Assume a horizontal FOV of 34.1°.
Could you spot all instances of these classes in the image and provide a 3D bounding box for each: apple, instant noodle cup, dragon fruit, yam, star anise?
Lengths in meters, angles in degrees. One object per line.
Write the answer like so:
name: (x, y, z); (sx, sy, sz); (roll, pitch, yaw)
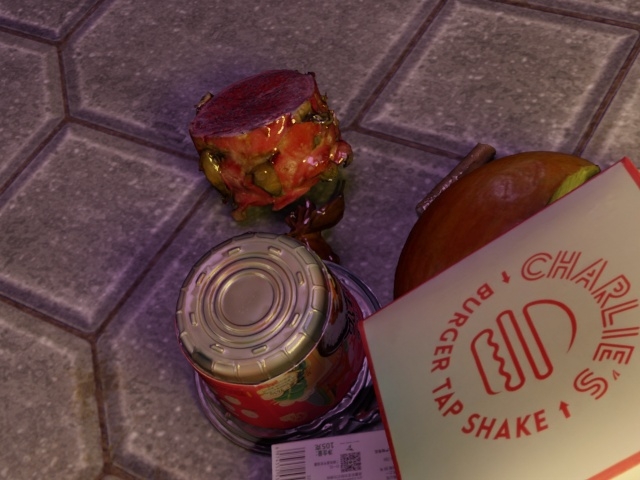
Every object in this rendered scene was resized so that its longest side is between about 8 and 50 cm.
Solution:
apple: (0.209, 0.017, 1.289); (0.179, 0.254, 0.346); (41, 65, -6)
instant noodle cup: (-0.060, 0.104, 1.225); (0.302, 0.181, 0.258); (7, 66, 20)
dragon fruit: (-0.068, -0.132, 1.466); (0.282, 0.147, 0.211); (16, 48, 46)
yam: (0.187, -0.083, 1.438); (0.032, 0.032, 0.145); (33, 68, 34)
star anise: (0.005, -0.008, 1.419); (0.158, 0.144, 0.141); (15, 102, 33)

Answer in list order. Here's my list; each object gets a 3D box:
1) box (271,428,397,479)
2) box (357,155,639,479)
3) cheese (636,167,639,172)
box: (0.047, 0.286, 1.147); (0.194, 0.073, 0.139); (-9, 50, 8)
box: (0.258, 0.176, 0.947); (0.312, 0.300, 0.314); (-33, 34, 14)
cheese: (0.385, 0.035, 1.220); (0.159, 0.093, 0.263); (19, 53, -15)
